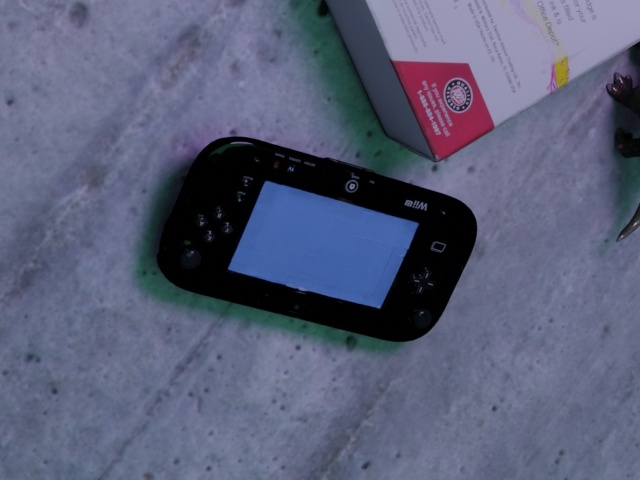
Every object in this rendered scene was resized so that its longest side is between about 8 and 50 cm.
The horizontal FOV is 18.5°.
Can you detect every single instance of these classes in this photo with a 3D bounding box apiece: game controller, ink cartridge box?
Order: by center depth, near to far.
[{"bbox_3d":[0.172,-0.252,1.927,0.306,0.131,0.226,-31,113,-15],"label":"ink cartridge box"},{"bbox_3d":[0.000,0.000,1.936,0.319,0.067,0.166,15,118,-27],"label":"game controller"}]

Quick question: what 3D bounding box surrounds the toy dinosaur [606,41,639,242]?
[{"bbox_3d":[0.373,-0.146,2.025,0.121,0.160,0.313,34,87,-27],"label":"toy dinosaur"}]
